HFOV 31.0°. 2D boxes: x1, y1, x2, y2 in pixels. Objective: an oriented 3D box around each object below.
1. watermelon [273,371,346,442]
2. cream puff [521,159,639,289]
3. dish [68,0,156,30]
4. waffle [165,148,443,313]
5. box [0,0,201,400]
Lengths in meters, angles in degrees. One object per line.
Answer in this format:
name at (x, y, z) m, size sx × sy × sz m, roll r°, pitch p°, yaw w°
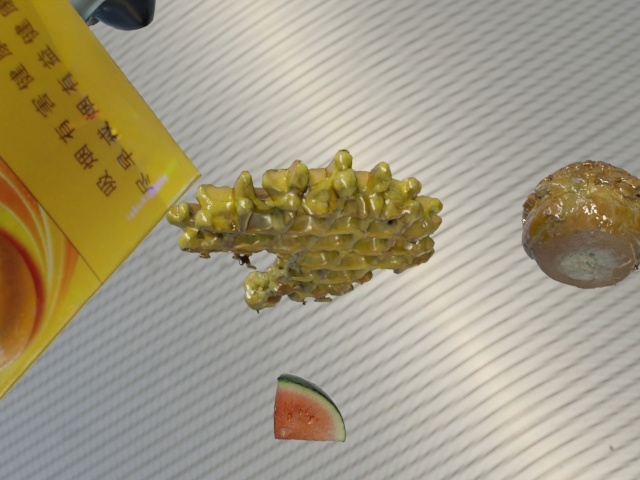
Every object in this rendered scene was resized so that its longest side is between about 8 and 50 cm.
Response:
watermelon at (-0.037, 0.232, 1.588) m, size 0.094 × 0.135 × 0.125 m, roll -45°, pitch 42°, yaw -9°
cream puff at (0.294, -0.024, 1.258) m, size 0.150 × 0.165 × 0.115 m, roll 16°, pitch 60°, yaw -18°
dish at (-0.189, -0.229, 1.078) m, size 0.141 × 0.141 × 0.078 m, roll -39°, pitch 97°, yaw 0°
waffle at (0.000, 0.000, 1.202) m, size 0.259 × 0.293 × 0.069 m, roll -15°, pitch 67°, yaw 16°
box at (-0.171, -0.007, 0.502) m, size 0.043 × 0.152 × 0.269 m, roll -21°, pitch 23°, yaw 42°
